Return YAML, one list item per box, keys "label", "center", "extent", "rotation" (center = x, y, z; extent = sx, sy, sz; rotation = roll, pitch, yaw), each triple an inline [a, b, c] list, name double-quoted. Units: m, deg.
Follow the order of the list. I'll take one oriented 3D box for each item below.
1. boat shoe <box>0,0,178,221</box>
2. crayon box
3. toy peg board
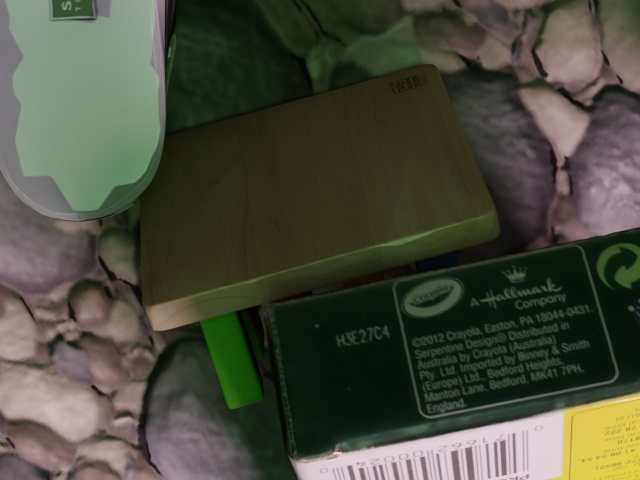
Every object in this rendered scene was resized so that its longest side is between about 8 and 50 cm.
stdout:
- label: "boat shoe"
  center: [-0.103, -0.166, 0.771]
  extent: [0.113, 0.105, 0.306]
  rotation: [-2, 100, -2]
- label: "crayon box"
  center: [0.096, 0.115, 0.795]
  extent: [0.202, 0.081, 0.318]
  rotation: [-11, 149, 0]
- label: "toy peg board"
  center: [0.000, 0.000, 0.797]
  extent: [0.160, 0.161, 0.079]
  rotation: [-15, 121, 2]
